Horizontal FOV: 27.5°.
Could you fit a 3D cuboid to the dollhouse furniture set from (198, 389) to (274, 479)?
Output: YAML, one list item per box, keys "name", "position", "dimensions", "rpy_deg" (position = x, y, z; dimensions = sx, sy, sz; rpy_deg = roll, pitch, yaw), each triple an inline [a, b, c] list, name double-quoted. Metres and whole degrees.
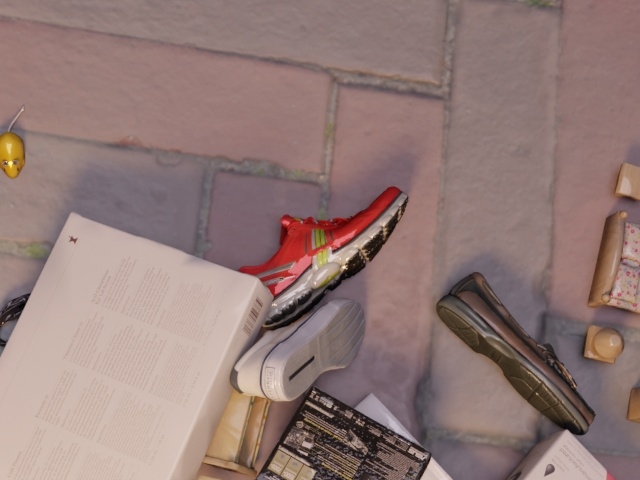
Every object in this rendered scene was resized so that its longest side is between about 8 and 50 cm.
- name: "dollhouse furniture set"
  position: [-0.166, 0.272, 1.721]
  dimensions: [0.161, 0.101, 0.182]
  rpy_deg: [9, 76, 20]

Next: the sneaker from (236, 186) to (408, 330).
- name: "sneaker"
  position: [0.000, 0.000, 1.779]
  dimensions: [0.279, 0.107, 0.118]
  rpy_deg: [-37, 76, -15]

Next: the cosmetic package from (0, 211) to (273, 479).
- name: "cosmetic package"
  position: [-0.265, 0.183, 1.663]
  dimensions: [0.284, 0.097, 0.377]
  rpy_deg: [20, 76, 17]

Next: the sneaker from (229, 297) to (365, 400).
- name: "sneaker"
  position: [-0.027, 0.134, 1.704]
  dimensions: [0.091, 0.258, 0.094]
  rpy_deg: [4, 105, 28]

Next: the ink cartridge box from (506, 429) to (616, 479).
- name: "ink cartridge box"
  position: [0.297, 0.380, 1.708]
  dimensions: [0.158, 0.092, 0.218]
  rpy_deg: [46, 59, 4]

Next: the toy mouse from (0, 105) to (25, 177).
- name: "toy mouse"
  position: [-0.476, -0.109, 1.774]
  dimensions: [0.143, 0.031, 0.161]
  rpy_deg: [-2, 78, -8]

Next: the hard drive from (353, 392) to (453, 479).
- name: "hard drive"
  position: [0.019, 0.382, 1.712]
  dimensions: [0.319, 0.040, 0.210]
  rpy_deg: [-40, 74, -13]

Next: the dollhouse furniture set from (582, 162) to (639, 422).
- name: "dollhouse furniture set"
  position: [0.544, 0.083, 1.792]
  dimensions: [0.303, 0.174, 0.355]
  rpy_deg: [15, 77, -4]

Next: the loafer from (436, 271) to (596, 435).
- name: "loafer"
  position: [0.282, 0.150, 1.788]
  dimensions: [0.267, 0.096, 0.084]
  rpy_deg: [42, 70, 5]

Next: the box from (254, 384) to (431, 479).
- name: "box"
  position: [0.030, 0.298, 1.679]
  dimensions: [0.180, 0.077, 0.147]
  rpy_deg: [28, 72, 10]

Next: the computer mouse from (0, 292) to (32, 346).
- name: "computer mouse"
  position: [-0.475, 0.136, 1.724]
  dimensions: [0.242, 0.041, 0.071]
  rpy_deg: [-25, 91, -18]
